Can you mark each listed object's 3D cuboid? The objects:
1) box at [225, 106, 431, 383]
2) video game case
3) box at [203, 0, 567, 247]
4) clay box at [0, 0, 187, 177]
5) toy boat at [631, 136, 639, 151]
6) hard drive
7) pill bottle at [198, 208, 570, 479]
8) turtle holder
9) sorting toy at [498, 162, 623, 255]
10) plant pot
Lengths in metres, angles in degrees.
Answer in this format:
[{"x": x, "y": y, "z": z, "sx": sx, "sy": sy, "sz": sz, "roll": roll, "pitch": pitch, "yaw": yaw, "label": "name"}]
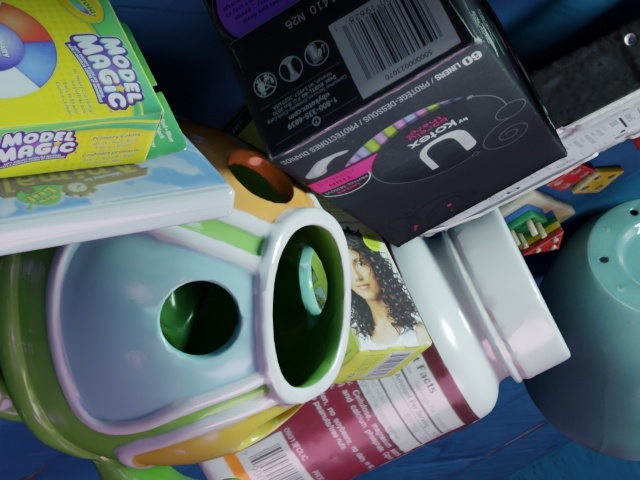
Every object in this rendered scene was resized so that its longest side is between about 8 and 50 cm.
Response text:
[{"x": 0.000, "y": 0.000, "z": 1.076, "sx": 0.087, "sy": 0.232, "sz": 0.058, "roll": -2, "pitch": 148, "yaw": -45, "label": "box"}, {"x": -0.190, "y": -0.055, "z": 0.836, "sx": 0.212, "sy": 0.193, "sz": 0.023, "roll": -10, "pitch": 126, "yaw": -29, "label": "video game case"}, {"x": 0.058, "y": -0.116, "z": 0.984, "sx": 0.165, "sy": 0.143, "sz": 0.270, "roll": -29, "pitch": 159, "yaw": 15, "label": "box"}, {"x": -0.193, "y": -0.100, "z": 0.789, "sx": 0.222, "sy": 0.127, "sz": 0.053, "roll": -10, "pitch": 147, "yaw": -32, "label": "clay box"}, {"x": 0.417, "y": -0.097, "z": 1.380, "sx": 0.151, "sy": 0.151, "sz": 0.231, "roll": -30, "pitch": 158, "yaw": 17, "label": "toy boat"}, {"x": 0.206, "y": -0.101, "z": 1.207, "sx": 0.339, "sy": 0.064, "sz": 0.237, "roll": -28, "pitch": 170, "yaw": 15, "label": "hard drive"}, {"x": 0.052, "y": 0.125, "z": 1.437, "sx": 0.392, "sy": 0.224, "sz": 0.224, "roll": -26, "pitch": 158, "yaw": 7, "label": "pill bottle"}, {"x": -0.109, "y": 0.070, "z": 0.955, "sx": 0.227, "sy": 0.320, "sz": 0.243, "roll": 5, "pitch": 167, "yaw": 29, "label": "turtle holder"}, {"x": 0.234, "y": -0.004, "z": 1.558, "sx": 0.274, "sy": 0.046, "sz": 0.132, "roll": -33, "pitch": 157, "yaw": 23, "label": "sorting toy"}, {"x": 0.406, "y": 0.089, "z": 1.649, "sx": 0.293, "sy": 0.293, "sz": 0.235, "roll": -18, "pitch": 144, "yaw": -14, "label": "plant pot"}]
